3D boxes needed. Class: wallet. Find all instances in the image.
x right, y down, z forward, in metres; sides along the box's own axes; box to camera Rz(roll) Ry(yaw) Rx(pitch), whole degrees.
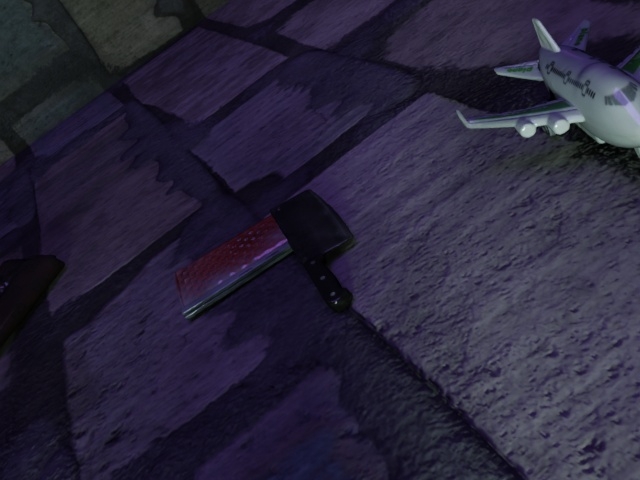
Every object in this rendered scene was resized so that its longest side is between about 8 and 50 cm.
[{"bbox_3d":[-0.549,0.120,1.204,0.182,0.049,0.229,-12,38,28],"label":"wallet"},{"bbox_3d":[-0.100,0.019,0.929,0.196,0.020,0.103,-33,34,0],"label":"wallet"}]

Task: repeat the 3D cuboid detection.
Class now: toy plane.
[{"bbox_3d":[0.276,-0.151,0.730,0.251,0.101,0.255,-28,34,10],"label":"toy plane"}]

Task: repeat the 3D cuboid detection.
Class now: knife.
[{"bbox_3d":[0.000,0.000,0.845,0.072,0.019,0.245,-30,35,-2],"label":"knife"}]
